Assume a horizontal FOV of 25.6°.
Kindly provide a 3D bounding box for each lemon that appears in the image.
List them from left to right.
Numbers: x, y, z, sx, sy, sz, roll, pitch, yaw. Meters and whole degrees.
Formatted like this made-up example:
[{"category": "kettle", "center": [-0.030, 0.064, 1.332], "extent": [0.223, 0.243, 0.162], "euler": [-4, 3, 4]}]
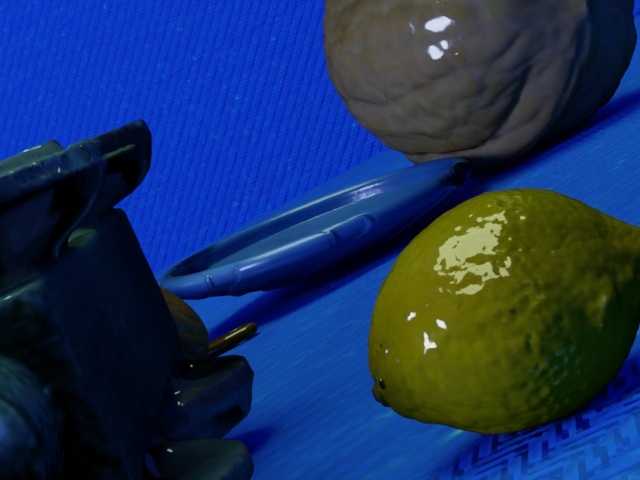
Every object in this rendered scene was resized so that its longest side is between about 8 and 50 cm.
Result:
[{"category": "lemon", "center": [0.054, 0.019, 0.383], "extent": [0.092, 0.065, 0.065], "euler": [-28, 5, 8]}]

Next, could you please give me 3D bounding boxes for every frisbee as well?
[{"category": "frisbee", "center": [0.000, 0.000, 1.016], "extent": [0.242, 0.045, 0.242], "euler": [-21, 5, 2]}]

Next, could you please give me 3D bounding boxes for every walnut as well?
[{"category": "walnut", "center": [0.120, -0.161, 1.085], "extent": [0.225, 0.225, 0.261], "euler": [-31, 14, -29]}]

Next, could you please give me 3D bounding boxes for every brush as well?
[{"category": "brush", "center": [-0.115, 0.091, 0.909], "extent": [0.170, 0.014, 0.043], "euler": [-27, 6, 11]}]

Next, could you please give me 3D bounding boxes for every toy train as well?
[{"category": "toy train", "center": [-0.142, 0.061, 0.495], "extent": [0.221, 0.150, 0.304], "euler": [-25, 6, 1]}]

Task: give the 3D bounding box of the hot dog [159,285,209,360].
[{"category": "hot dog", "center": [-0.163, 0.031, 0.684], "extent": [0.100, 0.249, 0.068], "euler": [-45, 40, 27]}]
